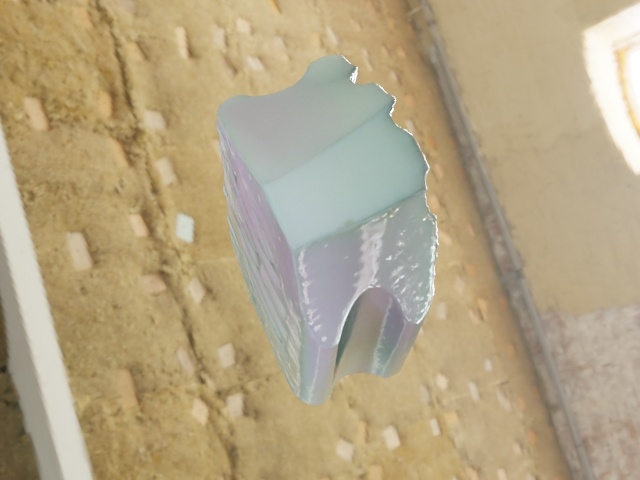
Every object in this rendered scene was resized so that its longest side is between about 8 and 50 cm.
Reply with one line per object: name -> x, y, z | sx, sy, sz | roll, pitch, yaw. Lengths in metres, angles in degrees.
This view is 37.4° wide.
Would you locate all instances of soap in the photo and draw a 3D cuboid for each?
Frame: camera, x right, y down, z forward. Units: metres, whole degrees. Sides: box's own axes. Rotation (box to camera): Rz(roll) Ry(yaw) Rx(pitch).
soap -> 0.000, 0.000, 0.785 | 0.347, 0.115, 0.208 | 97, 149, -68
